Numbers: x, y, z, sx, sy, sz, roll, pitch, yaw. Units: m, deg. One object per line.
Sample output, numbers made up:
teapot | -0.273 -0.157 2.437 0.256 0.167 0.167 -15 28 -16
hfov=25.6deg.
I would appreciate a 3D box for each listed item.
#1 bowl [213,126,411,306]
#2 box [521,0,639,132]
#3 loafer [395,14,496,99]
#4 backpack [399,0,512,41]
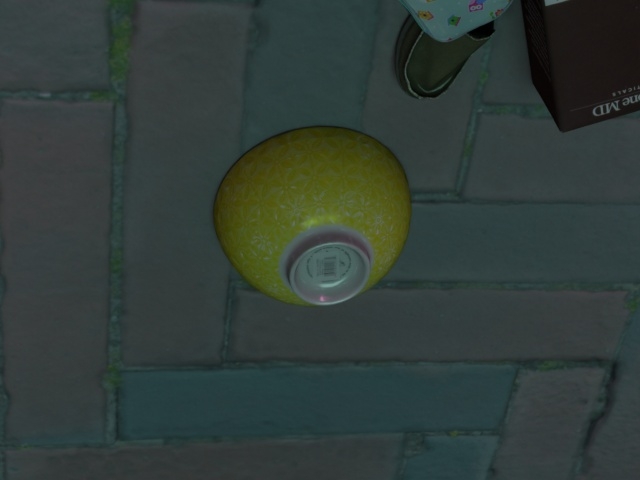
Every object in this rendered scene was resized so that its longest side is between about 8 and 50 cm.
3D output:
bowl | 0.000 0.000 1.989 0.289 0.156 0.290 -6 130 -7
box | 0.355 -0.342 1.800 0.191 0.143 0.381 -17 132 1
loafer | 0.173 -0.282 1.839 0.094 0.087 0.251 11 125 -20
backpack | 0.165 -0.336 1.633 0.188 0.144 0.166 -30 129 18
